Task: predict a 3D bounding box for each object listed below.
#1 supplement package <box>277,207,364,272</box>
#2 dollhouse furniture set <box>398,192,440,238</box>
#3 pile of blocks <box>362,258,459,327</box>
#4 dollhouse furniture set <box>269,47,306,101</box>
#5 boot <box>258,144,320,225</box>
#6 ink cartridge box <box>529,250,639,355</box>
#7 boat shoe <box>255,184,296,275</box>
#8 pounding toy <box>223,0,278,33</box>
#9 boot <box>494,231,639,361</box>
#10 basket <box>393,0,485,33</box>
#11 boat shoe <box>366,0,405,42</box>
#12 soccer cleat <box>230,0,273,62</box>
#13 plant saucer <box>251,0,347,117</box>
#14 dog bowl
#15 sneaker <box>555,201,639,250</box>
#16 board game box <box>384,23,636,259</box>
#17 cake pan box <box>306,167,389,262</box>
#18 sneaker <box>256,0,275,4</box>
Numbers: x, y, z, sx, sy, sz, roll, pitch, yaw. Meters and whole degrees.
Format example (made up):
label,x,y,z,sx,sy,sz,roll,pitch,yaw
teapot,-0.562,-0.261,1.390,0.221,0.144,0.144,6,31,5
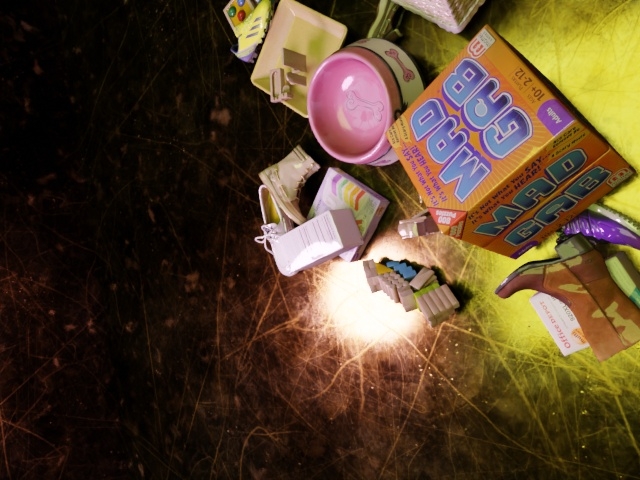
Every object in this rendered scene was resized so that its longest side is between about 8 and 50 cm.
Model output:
label,x,y,z,sx,sy,sz,roll,pitch,yaw
supplement package,0.000,0.000,1.723,0.244,0.139,0.133,-27,80,34
dollhouse furniture set,0.283,-0.091,1.559,0.101,0.182,0.160,-10,89,37
pile of blocks,0.292,0.162,1.642,0.362,0.149,0.112,31,155,40
dollhouse furniture set,-0.145,-0.574,1.767,0.151,0.123,0.144,1,95,36
boot,-0.076,-0.200,1.830,0.203,0.095,0.262,-37,73,2
ink cartridge box,0.696,0.159,1.286,0.233,0.168,0.171,-37,73,33
boat shoe,-0.173,-0.041,1.914,0.136,0.156,0.367,-8,89,37
pounding toy,-0.256,-0.882,1.937,0.206,0.094,0.181,-36,73,33
boot,0.600,0.160,1.219,0.264,0.096,0.280,-36,78,24
basket,0.324,-0.821,1.380,0.331,0.266,0.328,40,103,25
boat shoe,0.213,-0.665,1.616,0.095,0.095,0.257,24,108,26
soccer cleat,-0.262,-0.783,1.880,0.289,0.121,0.093,-45,24,57
plant saucer,-0.068,-0.660,1.829,0.333,0.081,0.332,39,116,27
dog bowl,0.126,-0.425,1.602,0.408,0.150,0.408,20,120,38
sneaker,0.699,-0.027,1.316,0.293,0.102,0.146,39,115,36
board game box,0.455,-0.221,1.256,0.356,0.356,0.356,-45,49,30
cake pan box,0.081,-0.087,1.781,0.246,0.070,0.266,40,117,29
sneaker,-0.152,-0.956,1.834,0.229,0.087,0.092,-32,71,12
